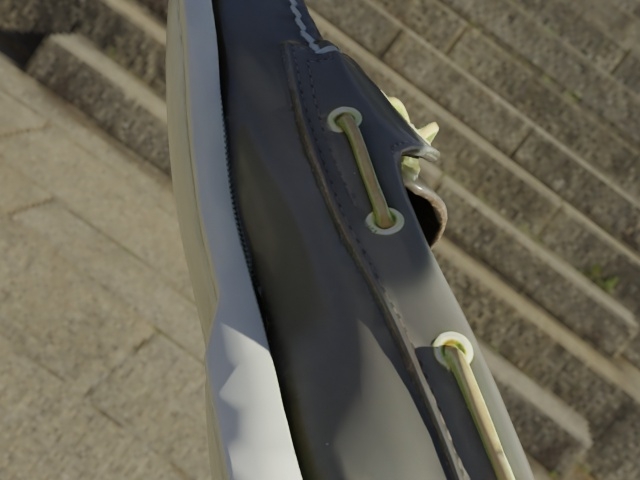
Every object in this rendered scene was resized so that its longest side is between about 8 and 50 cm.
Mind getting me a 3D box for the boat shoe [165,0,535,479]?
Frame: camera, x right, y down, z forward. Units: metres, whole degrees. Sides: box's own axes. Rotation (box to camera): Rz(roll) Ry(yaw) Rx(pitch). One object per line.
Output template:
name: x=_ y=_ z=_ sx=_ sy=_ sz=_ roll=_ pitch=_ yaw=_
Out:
boat shoe: x=0.000 y=0.003 z=0.422 sx=0.091 sy=0.109 sz=0.305 roll=-6 pitch=49 yaw=-8
